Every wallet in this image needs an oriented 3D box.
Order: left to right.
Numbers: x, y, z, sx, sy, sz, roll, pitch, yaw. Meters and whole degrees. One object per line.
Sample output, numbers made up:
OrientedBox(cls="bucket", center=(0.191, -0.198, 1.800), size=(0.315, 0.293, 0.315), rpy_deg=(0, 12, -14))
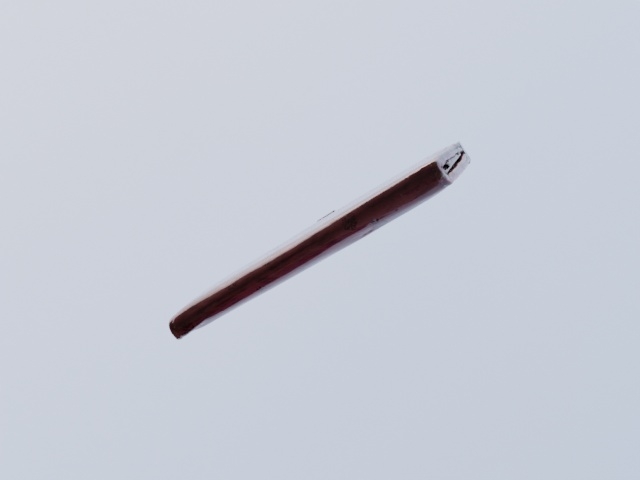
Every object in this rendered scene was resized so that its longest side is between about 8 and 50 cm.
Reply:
OrientedBox(cls="wallet", center=(0.000, 0.000, 1.100), size=(0.232, 0.119, 0.025), rpy_deg=(-30, -86, 16))
